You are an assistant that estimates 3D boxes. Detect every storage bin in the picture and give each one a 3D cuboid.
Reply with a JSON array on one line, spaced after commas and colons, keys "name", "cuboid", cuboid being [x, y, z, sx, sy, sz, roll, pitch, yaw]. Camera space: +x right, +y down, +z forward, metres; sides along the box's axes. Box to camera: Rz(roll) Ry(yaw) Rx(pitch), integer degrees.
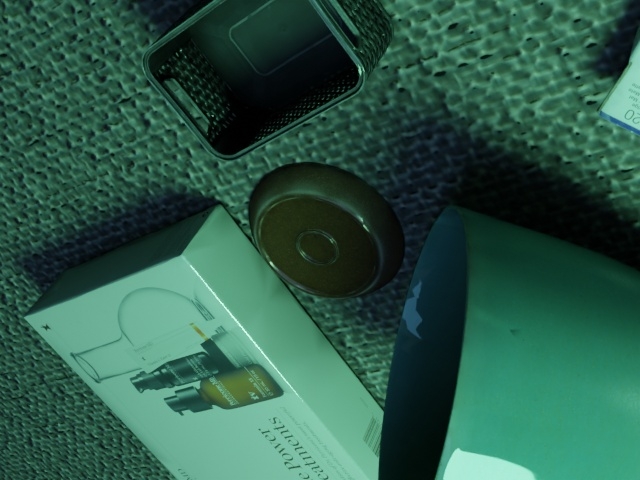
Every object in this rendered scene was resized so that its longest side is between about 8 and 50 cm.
[{"name": "storage bin", "cuboid": [-0.045, -0.160, 0.752, 0.180, 0.084, 0.122, -23, 115, 38]}]

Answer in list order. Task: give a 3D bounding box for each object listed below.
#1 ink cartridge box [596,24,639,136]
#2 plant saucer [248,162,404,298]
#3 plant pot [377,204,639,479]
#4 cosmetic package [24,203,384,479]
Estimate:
[{"name": "ink cartridge box", "cuboid": [0.344, -0.133, 0.618, 0.223, 0.045, 0.224, 27, 134, 2]}, {"name": "plant saucer", "cuboid": [0.000, 0.000, 0.904, 0.168, 0.029, 0.168, 14, 132, 16]}, {"name": "plant pot", "cuboid": [0.194, 0.137, 0.763, 0.235, 0.293, 0.293, 12, 133, -4]}, {"name": "cosmetic package", "cuboid": [-0.121, 0.163, 1.054, 0.284, 0.097, 0.377, -19, 117, 39]}]
